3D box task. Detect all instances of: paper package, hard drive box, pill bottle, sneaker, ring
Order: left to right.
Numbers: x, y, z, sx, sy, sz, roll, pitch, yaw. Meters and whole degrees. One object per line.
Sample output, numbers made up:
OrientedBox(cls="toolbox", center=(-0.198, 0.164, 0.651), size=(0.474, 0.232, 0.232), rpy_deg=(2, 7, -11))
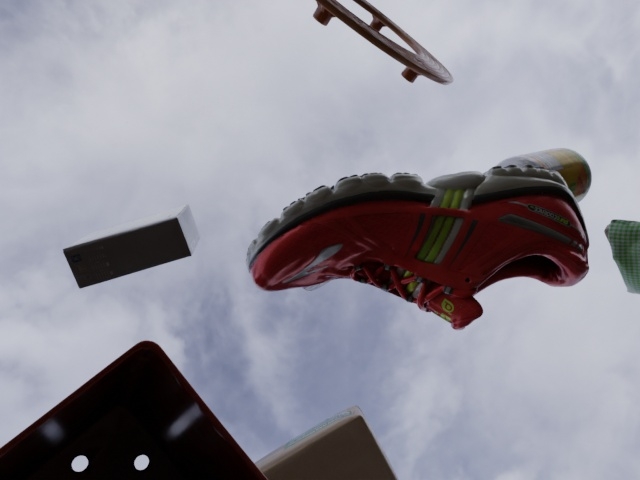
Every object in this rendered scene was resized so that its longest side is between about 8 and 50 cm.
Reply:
OrientedBox(cls="hard drive box", center=(-0.396, 0.005, 0.985), size=(0.233, 0.181, 0.089), rpy_deg=(-17, -75, -4))
OrientedBox(cls="paper package", center=(0.011, 0.552, 0.918), size=(0.325, 0.168, 0.309), rpy_deg=(-28, -102, -5))
OrientedBox(cls="ring", center=(0.054, -0.326, 0.664), size=(0.337, 0.336, 0.032), rpy_deg=(23, -56, -26))
OrientedBox(cls="sneaker", center=(0.080, 0.014, 0.358), size=(0.280, 0.107, 0.118), rpy_deg=(-9, -112, -2))
OrientedBox(cls="pill bottle", center=(0.440, -0.114, 0.951), size=(0.246, 0.136, 0.136), rpy_deg=(-15, -71, -32))

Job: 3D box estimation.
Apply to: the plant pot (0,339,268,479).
OrientedBox(cls="plant pot", center=(-0.240, 0.309, 0.516), size=(0.267, 0.236, 0.267), rpy_deg=(-40, -86, -33))

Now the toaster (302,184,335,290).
OrientedBox(cls="toaster", center=(0.000, 0.000, 0.962), size=(0.146, 0.129, 0.227), rpy_deg=(49, -121, -2))

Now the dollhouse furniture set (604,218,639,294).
OrientedBox(cls="dollhouse furniture set", center=(0.506, 0.117, 0.584), size=(0.301, 0.198, 0.151), rpy_deg=(45, -119, -29))
